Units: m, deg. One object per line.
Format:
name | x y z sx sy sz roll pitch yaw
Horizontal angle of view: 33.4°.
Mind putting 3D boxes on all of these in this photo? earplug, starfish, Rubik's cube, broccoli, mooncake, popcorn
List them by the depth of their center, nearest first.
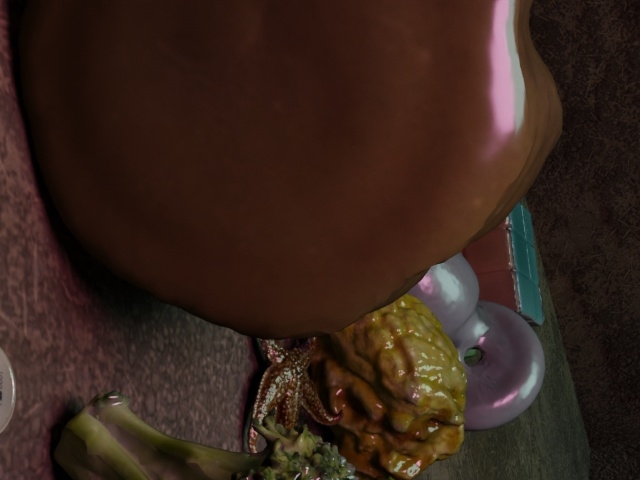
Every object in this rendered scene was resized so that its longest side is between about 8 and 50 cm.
broccoli | -0.103 0.252 0.864 0.288 0.260 0.235 27 70 -62
mooncake | -0.021 -0.146 0.966 0.262 0.467 0.466 -30 110 -70
starfish | -0.045 0.164 1.302 0.213 0.057 0.238 -35 111 -59
popcorn | 0.095 0.201 1.417 0.174 0.225 0.285 -8 90 -37
earplug | 0.184 0.128 1.565 0.325 0.214 0.175 50 -16 5
Rubik's cube | 0.264 0.046 1.930 0.231 0.221 0.224 25 58 -65

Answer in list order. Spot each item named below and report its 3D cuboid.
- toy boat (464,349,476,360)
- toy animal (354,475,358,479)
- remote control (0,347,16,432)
toy boat | 0.175 0.157 1.729 0.293 0.055 0.093 10 72 -44
toy animal | -0.033 0.335 1.203 0.205 0.081 0.367 -61 143 -32
remote control | -0.287 0.093 0.719 0.221 0.042 0.078 33 50 -64
